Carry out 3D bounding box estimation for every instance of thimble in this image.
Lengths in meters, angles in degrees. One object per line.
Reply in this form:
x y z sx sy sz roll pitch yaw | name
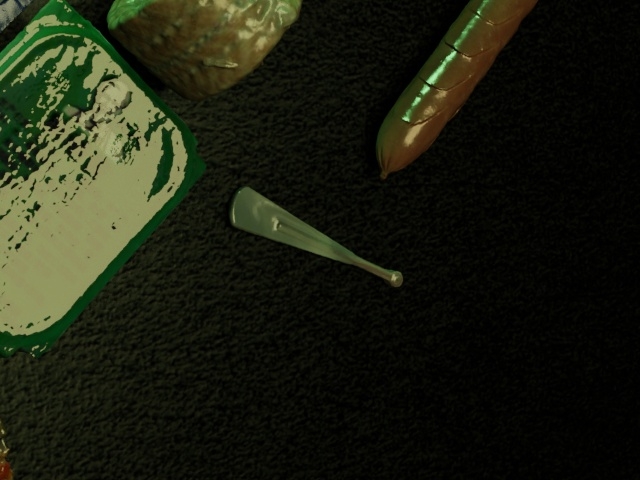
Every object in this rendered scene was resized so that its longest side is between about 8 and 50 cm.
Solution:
-0.135 -0.269 1.280 0.148 0.229 0.196 39 94 -24 | thimble

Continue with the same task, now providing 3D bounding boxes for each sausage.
0.202 -0.260 1.557 0.088 0.088 0.433 42 74 -26 | sausage

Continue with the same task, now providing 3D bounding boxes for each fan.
0.000 0.000 1.500 0.282 0.023 0.057 23 74 -29 | fan

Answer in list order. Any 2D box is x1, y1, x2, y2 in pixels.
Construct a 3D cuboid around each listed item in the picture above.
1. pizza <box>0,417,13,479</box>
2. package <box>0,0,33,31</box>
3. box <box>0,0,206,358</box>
-0.397 0.297 1.284 0.195 0.052 0.185 43 77 -25 | pizza
-0.385 -0.326 1.250 0.173 0.027 0.171 47 72 -21 | package
-0.326 -0.064 1.262 0.337 0.106 0.264 -50 116 -17 | box
